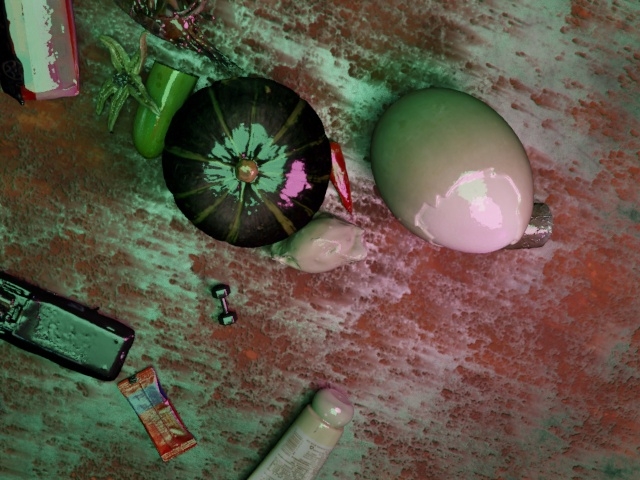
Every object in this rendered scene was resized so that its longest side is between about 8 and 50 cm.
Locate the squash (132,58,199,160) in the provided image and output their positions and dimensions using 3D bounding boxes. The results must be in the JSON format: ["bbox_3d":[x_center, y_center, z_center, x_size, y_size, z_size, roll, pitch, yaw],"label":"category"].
[{"bbox_3d":[-0.308,-0.244,1.798,0.095,0.095,0.188,21,98,-11],"label":"squash"}]

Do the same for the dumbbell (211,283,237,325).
[{"bbox_3d":[-0.196,0.131,1.917,0.036,0.040,0.083,-22,106,-37],"label":"dumbbell"}]

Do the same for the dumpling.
[{"bbox_3d":[0.000,0.000,1.880,0.199,0.136,0.118,5,137,11],"label":"dumpling"}]

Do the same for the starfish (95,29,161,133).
[{"bbox_3d":[-0.360,-0.300,1.764,0.050,0.217,0.223,-6,140,-43],"label":"starfish"}]

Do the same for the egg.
[{"bbox_3d":[0.255,-0.120,1.774,0.278,0.336,0.278,-25,147,-18],"label":"egg"}]

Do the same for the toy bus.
[{"bbox_3d":[-0.525,-0.403,1.720,0.147,0.127,0.303,-6,101,-12],"label":"toy bus"}]

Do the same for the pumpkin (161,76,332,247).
[{"bbox_3d":[-0.136,-0.148,1.763,0.323,0.241,0.323,-3,103,-11],"label":"pumpkin"}]

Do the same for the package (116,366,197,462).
[{"bbox_3d":[-0.338,0.362,1.952,0.083,0.022,0.200,-28,103,-2],"label":"package"}]

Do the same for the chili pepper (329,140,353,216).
[{"bbox_3d":[0.036,-0.128,1.902,0.045,0.027,0.178,-18,105,-5],"label":"chili pepper"}]

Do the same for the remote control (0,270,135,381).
[{"bbox_3d":[-0.567,0.155,1.858,0.398,0.062,0.145,24,96,-12],"label":"remote control"}]

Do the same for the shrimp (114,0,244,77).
[{"bbox_3d":[-0.270,-0.435,1.750,0.343,0.116,0.145,44,96,-8],"label":"shrimp"}]

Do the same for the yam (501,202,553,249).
[{"bbox_3d":[0.374,-0.028,1.930,0.183,0.107,0.107,-1,102,-4],"label":"yam"}]

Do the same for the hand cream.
[{"bbox_3d":[-0.042,0.452,1.977,0.147,0.093,0.306,32,97,-18],"label":"hand cream"}]
